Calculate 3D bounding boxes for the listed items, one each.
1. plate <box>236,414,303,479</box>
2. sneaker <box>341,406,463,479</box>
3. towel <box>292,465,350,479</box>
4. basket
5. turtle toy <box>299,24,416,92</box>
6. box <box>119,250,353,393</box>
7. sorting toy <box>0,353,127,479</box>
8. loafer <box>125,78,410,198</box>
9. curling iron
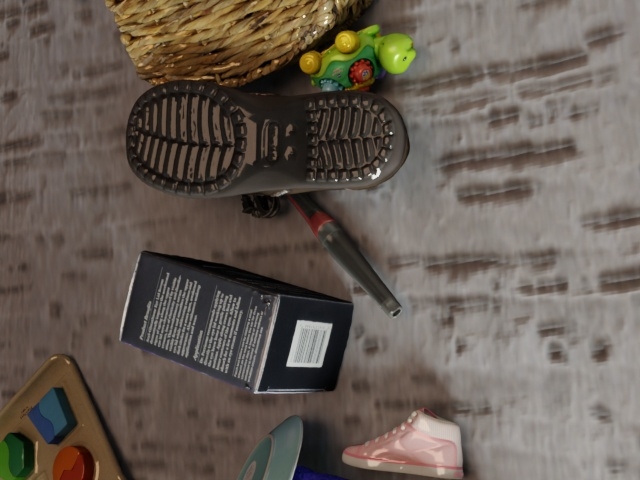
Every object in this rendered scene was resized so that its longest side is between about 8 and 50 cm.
[{"bbox_3d":[-0.071,0.272,1.054,0.024,0.188,0.188,26,99,-10],"label":"plate"},{"bbox_3d":[0.087,0.208,1.024,0.134,0.051,0.070,-1,81,30],"label":"sneaker"},{"bbox_3d":[0.031,0.372,0.906,0.227,0.076,0.308,12,55,13],"label":"towel"},{"bbox_3d":[-0.078,-0.313,1.184,0.299,0.223,0.214,-12,109,31],"label":"basket"},{"bbox_3d":[0.044,-0.200,1.096,0.130,0.095,0.066,-25,91,28],"label":"turtle toy"},{"bbox_3d":[-0.094,0.091,1.097,0.207,0.153,0.108,14,91,35],"label":"box"},{"bbox_3d":[-0.398,0.332,1.322,0.307,0.041,0.229,-45,62,19],"label":"sorting toy"},{"bbox_3d":[-0.060,-0.102,1.116,0.365,0.130,0.134,8,90,27],"label":"loafer"},{"bbox_3d":[0.000,0.000,1.119,0.274,0.035,0.068,41,102,32],"label":"curling iron"}]
